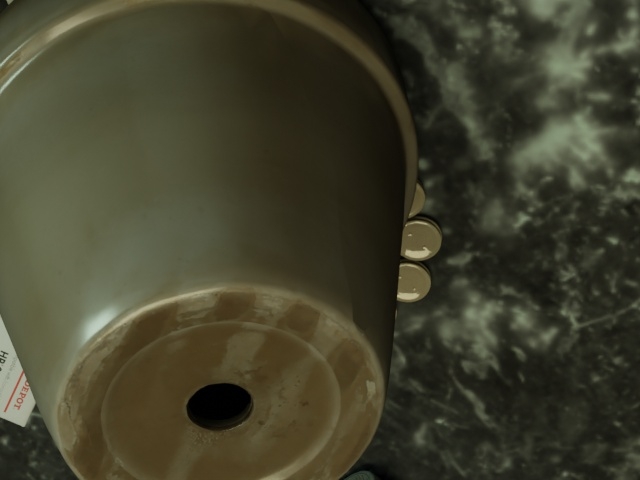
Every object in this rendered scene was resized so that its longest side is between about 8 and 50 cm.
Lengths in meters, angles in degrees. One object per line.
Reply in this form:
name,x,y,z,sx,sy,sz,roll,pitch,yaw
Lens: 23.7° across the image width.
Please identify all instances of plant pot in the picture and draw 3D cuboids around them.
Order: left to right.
plant pot,-0.079,0.015,0.962,0.323,0.280,0.323,-5,128,-6

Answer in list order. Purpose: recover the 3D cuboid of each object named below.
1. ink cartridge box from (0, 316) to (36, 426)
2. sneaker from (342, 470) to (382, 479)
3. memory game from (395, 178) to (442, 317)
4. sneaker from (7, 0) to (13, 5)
ink cartridge box,-0.258,0.075,1.203,0.181,0.061,0.104,23,122,-10
sneaker,0.003,0.300,1.307,0.222,0.083,0.118,-38,112,24
memory game,0.000,0.000,1.159,0.186,0.012,0.186,2,122,4
sneaker,-0.229,-0.088,1.091,0.086,0.085,0.237,35,120,3
